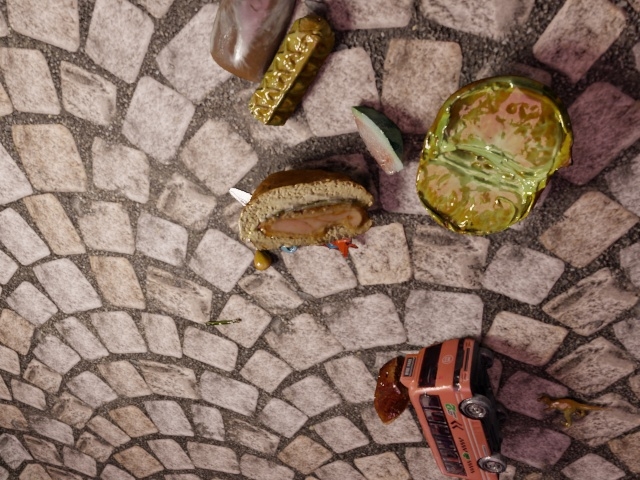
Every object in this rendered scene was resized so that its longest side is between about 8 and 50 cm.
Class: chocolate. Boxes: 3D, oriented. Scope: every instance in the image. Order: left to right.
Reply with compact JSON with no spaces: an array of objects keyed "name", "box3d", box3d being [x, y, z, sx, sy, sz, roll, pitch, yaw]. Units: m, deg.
[{"name":"chocolate","box3d":[-0.157,-0.466,1.109,0.157,0.080,0.254,27,125,-1]}]

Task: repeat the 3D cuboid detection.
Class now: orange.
[{"name":"orange","box3d":[0.342,-0.183,1.076,0.263,0.196,0.334,8,129,-6]}]

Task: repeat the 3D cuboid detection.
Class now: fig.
[{"name":"fig","box3d":[-0.167,0.044,1.468,0.050,0.050,0.083,-10,98,22]}]

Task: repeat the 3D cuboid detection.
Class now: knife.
[{"name":"knife","box3d":[-0.147,-0.061,1.406,0.058,0.032,0.244,-35,103,33]}]

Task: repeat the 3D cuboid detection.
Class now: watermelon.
[{"name":"watermelon","box3d":[0.135,-0.236,1.183,0.094,0.081,0.180,-22,98,45]}]

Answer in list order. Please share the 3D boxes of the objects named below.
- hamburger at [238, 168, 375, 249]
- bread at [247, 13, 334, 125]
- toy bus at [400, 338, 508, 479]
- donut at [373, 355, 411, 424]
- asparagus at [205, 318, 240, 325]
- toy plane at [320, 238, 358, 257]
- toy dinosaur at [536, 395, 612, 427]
[{"name":"hamburger","box3d":[-0.055,-0.088,1.259,0.330,0.209,0.162,-12,114,-18]},{"name":"bread","box3d":[-0.063,-0.371,1.139,0.098,0.087,0.269,35,125,-6]},{"name":"toy bus","box3d":[0.399,0.488,1.490,0.233,0.203,0.426,-8,122,26]},{"name":"donut","box3d":[0.215,0.464,1.580,0.144,0.126,0.186,41,124,-3]},{"name":"asparagus","box3d":[-0.313,0.264,1.668,0.127,0.015,0.018,-9,120,21]},{"name":"toy plane","box3d":[0.001,-0.003,1.367,0.189,0.061,0.130,12,165,22]},{"name":"toy dinosaur","box3d":[0.719,0.467,1.477,0.162,0.039,0.126,-34,106,30]}]
